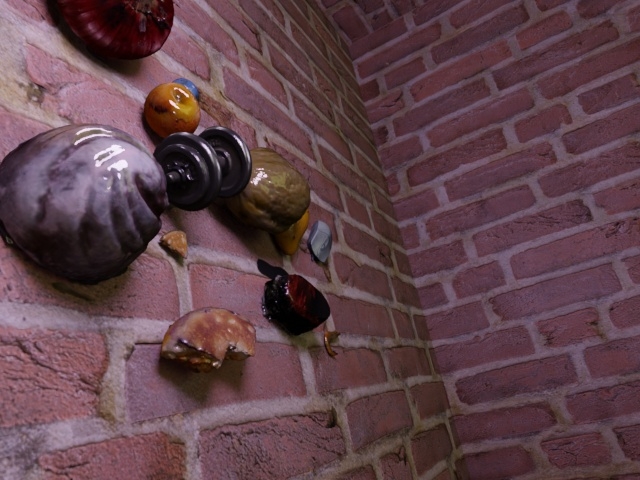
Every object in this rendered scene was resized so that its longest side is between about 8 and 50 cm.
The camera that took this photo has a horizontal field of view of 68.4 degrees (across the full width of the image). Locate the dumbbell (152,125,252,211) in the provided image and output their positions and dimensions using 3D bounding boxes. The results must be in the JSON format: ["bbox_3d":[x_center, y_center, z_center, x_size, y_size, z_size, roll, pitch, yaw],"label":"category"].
[{"bbox_3d":[-0.289,-0.182,1.172,0.192,0.191,0.290,65,29,-9],"label":"dumbbell"}]

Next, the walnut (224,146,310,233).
[{"bbox_3d":[-0.162,-0.149,1.404,0.282,0.227,0.283,26,59,-54],"label":"walnut"}]

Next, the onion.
[{"bbox_3d":[-0.493,-0.568,1.104,0.273,0.284,0.274,-28,128,-43],"label":"onion"}]

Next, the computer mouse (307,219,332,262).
[{"bbox_3d":[0.005,-0.003,1.852,0.113,0.068,0.229,54,27,-28],"label":"computer mouse"}]

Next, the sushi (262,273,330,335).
[{"bbox_3d":[-0.077,0.197,1.440,0.225,0.126,0.137,40,38,-40],"label":"sushi"}]

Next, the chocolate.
[{"bbox_3d":[-0.393,-0.092,0.866,0.303,0.212,0.304,45,33,-41],"label":"chocolate"}]

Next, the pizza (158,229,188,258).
[{"bbox_3d":[-0.344,0.014,1.117,0.078,0.025,0.083,65,25,1],"label":"pizza"}]

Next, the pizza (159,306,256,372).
[{"bbox_3d":[-0.250,0.228,1.070,0.161,0.085,0.305,52,16,17],"label":"pizza"}]

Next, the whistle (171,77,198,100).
[{"bbox_3d":[-0.387,-0.398,1.300,0.090,0.090,0.158,56,26,-28],"label":"whistle"}]

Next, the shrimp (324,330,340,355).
[{"bbox_3d":[0.048,0.364,1.689,0.127,0.025,0.091,-11,80,-62],"label":"shrimp"}]

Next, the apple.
[{"bbox_3d":[-0.373,-0.326,1.188,0.146,0.146,0.147,48,31,-41],"label":"apple"}]

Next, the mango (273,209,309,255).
[{"bbox_3d":[-0.101,-0.077,1.628,0.157,0.108,0.262,46,33,-50],"label":"mango"}]

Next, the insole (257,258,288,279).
[{"bbox_3d":[-0.146,0.104,1.506,0.188,0.004,0.064,35,39,-53],"label":"insole"}]
